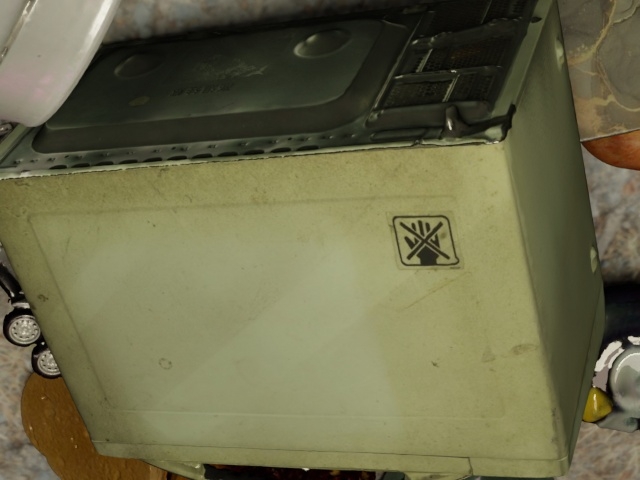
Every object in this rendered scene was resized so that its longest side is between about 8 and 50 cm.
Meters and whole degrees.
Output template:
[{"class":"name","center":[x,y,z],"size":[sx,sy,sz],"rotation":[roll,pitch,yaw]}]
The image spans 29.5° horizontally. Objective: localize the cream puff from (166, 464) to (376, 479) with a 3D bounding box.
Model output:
[{"class":"cream puff","center":[-0.041,0.249,1.163],"size":[0.164,0.239,0.239],"rotation":[-19,130,-36]}]

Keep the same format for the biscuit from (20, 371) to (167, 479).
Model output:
[{"class":"biscuit","center":[-0.208,0.179,1.171],"size":[0.170,0.050,0.170],"rotation":[13,116,28]}]

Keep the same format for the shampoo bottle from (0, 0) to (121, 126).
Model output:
[{"class":"shampoo bottle","center":[-0.263,-0.226,0.823],"size":[0.266,0.273,0.273],"rotation":[21,118,-24]}]

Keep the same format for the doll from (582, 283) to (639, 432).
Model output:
[{"class":"doll","center":[0.280,0.115,1.149],"size":[0.314,0.141,0.177],"rotation":[1,134,1]}]

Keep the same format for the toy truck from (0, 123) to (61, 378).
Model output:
[{"class":"toy truck","center":[-0.239,0.018,1.078],"size":[0.125,0.101,0.242],"rotation":[-29,122,8]}]

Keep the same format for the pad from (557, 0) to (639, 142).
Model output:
[{"class":"pad","center":[0.339,-0.229,0.953],"size":[0.367,0.007,0.248],"rotation":[-11,94,3]}]

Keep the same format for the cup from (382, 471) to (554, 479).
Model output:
[{"class":"cup","center":[0.153,0.309,1.220],"size":[0.199,0.150,0.199],"rotation":[1,103,2]}]

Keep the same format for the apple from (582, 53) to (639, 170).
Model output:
[{"class":"apple","center":[0.269,-0.118,1.026],"size":[0.126,0.102,0.126],"rotation":[-2,121,-3]}]

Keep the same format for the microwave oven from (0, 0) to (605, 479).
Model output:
[{"class":"microwave oven","center":[0.000,0.000,0.944],"size":[0.394,0.247,0.333],"rotation":[-2,123,23]}]
